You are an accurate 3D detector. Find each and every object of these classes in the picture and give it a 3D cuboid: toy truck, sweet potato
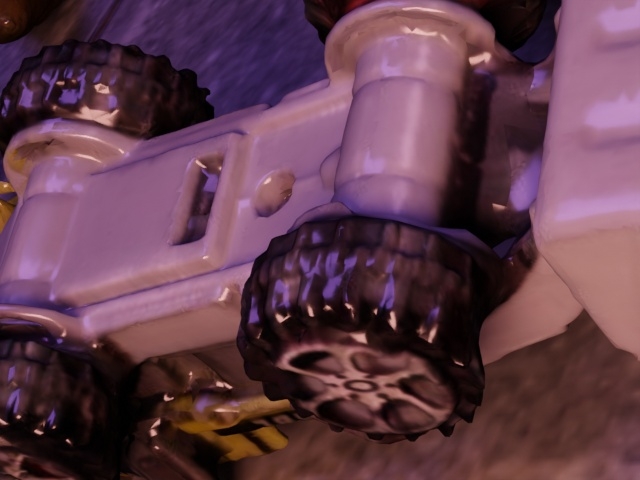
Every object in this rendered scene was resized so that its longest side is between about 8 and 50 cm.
[{"bbox_3d":[0.000,0.000,0.483,0.286,0.111,0.136,-17,49,37],"label":"toy truck"},{"bbox_3d":[-0.148,-0.128,0.893,0.053,0.054,0.182,-11,26,-9],"label":"sweet potato"}]
